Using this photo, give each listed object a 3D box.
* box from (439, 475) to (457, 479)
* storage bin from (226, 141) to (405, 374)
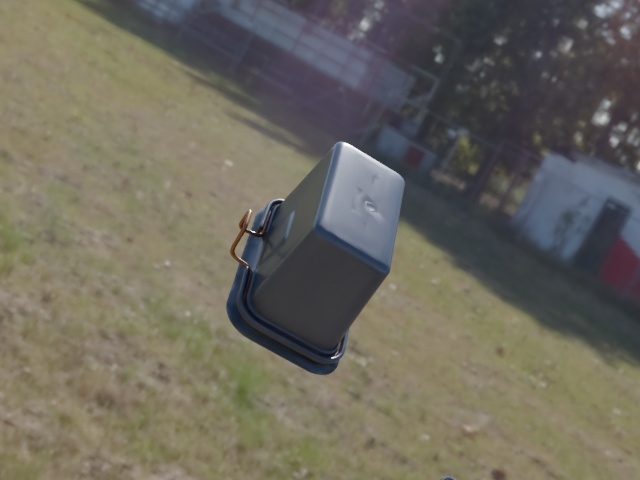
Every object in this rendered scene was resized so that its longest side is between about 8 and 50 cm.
[{"bbox_3d":[0.105,0.240,0.544,0.207,0.108,0.153,31,-35,38],"label":"box"},{"bbox_3d":[0.000,0.000,0.750,0.098,0.091,0.135,30,36,-12],"label":"storage bin"}]
